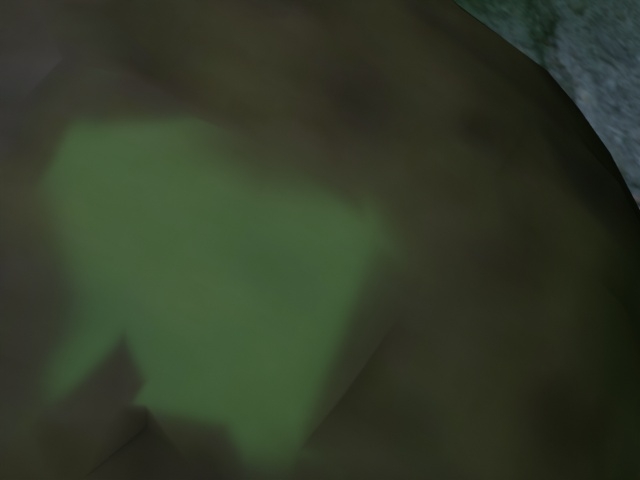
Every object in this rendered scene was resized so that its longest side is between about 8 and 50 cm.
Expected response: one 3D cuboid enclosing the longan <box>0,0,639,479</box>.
[{"bbox_3d":[-0.080,0.079,0.519,0.391,0.391,0.391,26,36,-20],"label":"longan"}]
